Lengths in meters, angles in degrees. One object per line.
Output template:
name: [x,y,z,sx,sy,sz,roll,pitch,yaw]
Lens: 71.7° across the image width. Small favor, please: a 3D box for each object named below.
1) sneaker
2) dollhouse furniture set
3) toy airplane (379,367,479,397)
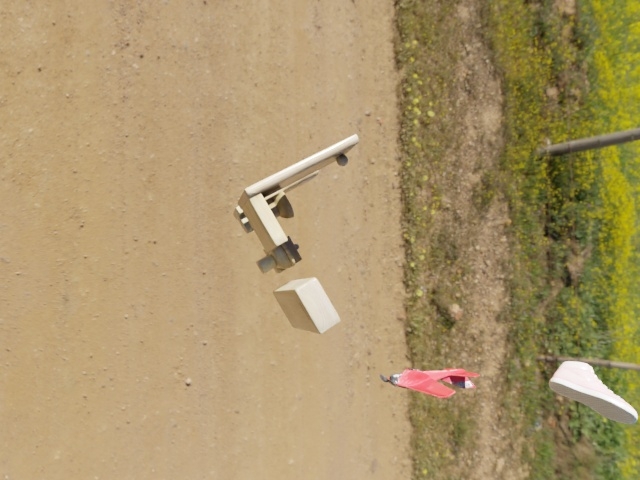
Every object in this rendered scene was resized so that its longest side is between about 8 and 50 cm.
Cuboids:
sneaker: [0.480,0.256,0.771,0.070,0.134,0.051,-42,137,-31]
dollhouse furniture set: [0.000,0.000,0.477,0.123,0.144,0.151,-31,92,-19]
toy airplane: [0.156,0.193,0.619,0.151,0.151,0.028,12,77,-46]
